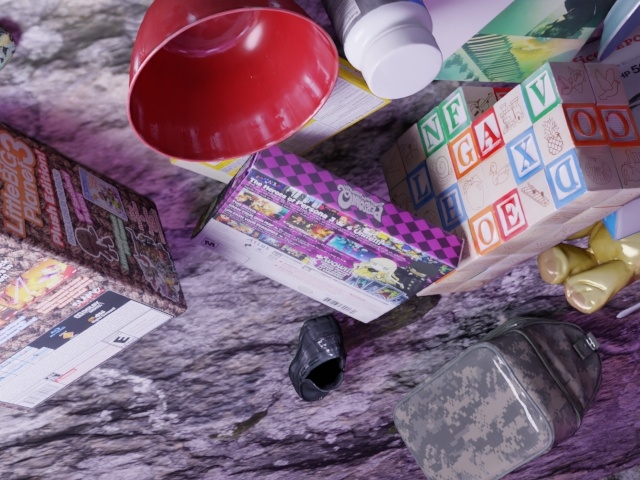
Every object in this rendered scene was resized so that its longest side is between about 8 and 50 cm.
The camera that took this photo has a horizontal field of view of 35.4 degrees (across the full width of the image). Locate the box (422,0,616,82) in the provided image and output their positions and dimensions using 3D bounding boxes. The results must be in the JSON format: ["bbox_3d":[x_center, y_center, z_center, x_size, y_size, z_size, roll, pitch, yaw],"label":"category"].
[{"bbox_3d":[0.195,-0.270,0.895,0.232,0.058,0.322,-4,147,-28],"label":"box"}]

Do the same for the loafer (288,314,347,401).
[{"bbox_3d":[-0.002,0.193,1.493,0.076,0.078,0.223,-13,149,-15],"label":"loafer"}]

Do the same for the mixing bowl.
[{"bbox_3d":[-0.086,-0.160,0.849,0.181,0.098,0.181,-17,149,-10],"label":"mixing bowl"}]

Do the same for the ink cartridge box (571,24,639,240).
[{"bbox_3d":[0.339,-0.123,1.080,0.148,0.203,0.086,-23,148,2],"label":"ink cartridge box"}]

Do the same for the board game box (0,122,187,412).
[{"bbox_3d":[-0.317,0.030,0.963,0.232,0.141,0.291,-32,148,17],"label":"board game box"}]

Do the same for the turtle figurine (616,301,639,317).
[{"bbox_3d":[0.425,-0.050,1.152,0.275,0.198,0.266,13,124,-5],"label":"turtle figurine"}]

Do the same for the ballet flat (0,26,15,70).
[{"bbox_3d":[-0.330,-0.115,0.799,0.188,0.070,0.070,-20,150,-4],"label":"ballet flat"}]

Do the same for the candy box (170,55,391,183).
[{"bbox_3d":[-0.042,-0.115,0.987,0.206,0.027,0.105,-27,153,31],"label":"candy box"}]

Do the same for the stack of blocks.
[{"bbox_3d":[0.185,-0.071,1.024,0.087,0.171,0.297,-4,162,-28],"label":"stack of blocks"}]

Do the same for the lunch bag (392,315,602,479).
[{"bbox_3d":[0.310,0.273,1.697,0.256,0.212,0.305,-16,157,-45],"label":"lunch bag"}]

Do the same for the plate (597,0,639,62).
[{"bbox_3d":[0.326,-0.254,0.975,0.188,0.024,0.188,-46,170,-10],"label":"plate"}]

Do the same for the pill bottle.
[{"bbox_3d":[0.048,-0.191,0.846,0.078,0.137,0.078,-16,150,-10],"label":"pill bottle"}]

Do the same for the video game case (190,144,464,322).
[{"bbox_3d":[0.000,0.000,1.060,0.232,0.042,0.210,26,152,-13],"label":"video game case"}]

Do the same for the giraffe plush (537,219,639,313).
[{"bbox_3d":[0.415,0.009,1.390,0.210,0.181,0.170,-14,166,21],"label":"giraffe plush"}]
